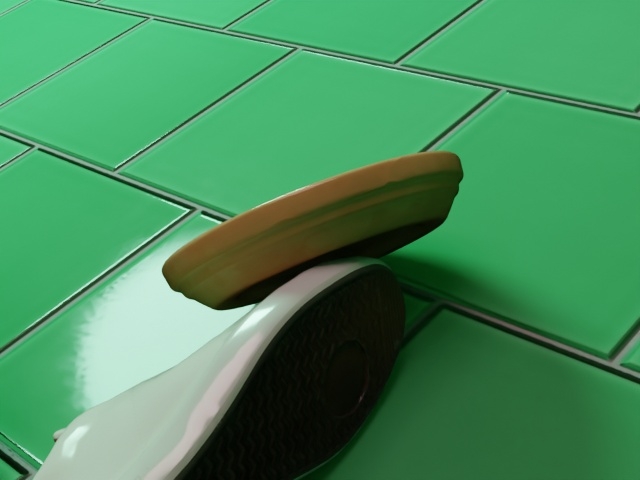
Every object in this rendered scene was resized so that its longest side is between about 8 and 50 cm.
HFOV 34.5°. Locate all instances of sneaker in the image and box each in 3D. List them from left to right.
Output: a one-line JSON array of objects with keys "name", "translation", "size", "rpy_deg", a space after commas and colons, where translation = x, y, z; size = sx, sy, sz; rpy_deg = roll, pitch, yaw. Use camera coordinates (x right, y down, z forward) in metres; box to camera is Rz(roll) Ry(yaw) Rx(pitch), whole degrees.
[{"name": "sneaker", "translation": [-0.071, 0.094, 0.569], "size": [0.123, 0.105, 0.290], "rpy_deg": [10, 39, 42]}]

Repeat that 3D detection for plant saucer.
[{"name": "plant saucer", "translation": [0.000, 0.000, 0.650], "size": [0.200, 0.037, 0.200], "rpy_deg": [-20, -8, -3]}]
